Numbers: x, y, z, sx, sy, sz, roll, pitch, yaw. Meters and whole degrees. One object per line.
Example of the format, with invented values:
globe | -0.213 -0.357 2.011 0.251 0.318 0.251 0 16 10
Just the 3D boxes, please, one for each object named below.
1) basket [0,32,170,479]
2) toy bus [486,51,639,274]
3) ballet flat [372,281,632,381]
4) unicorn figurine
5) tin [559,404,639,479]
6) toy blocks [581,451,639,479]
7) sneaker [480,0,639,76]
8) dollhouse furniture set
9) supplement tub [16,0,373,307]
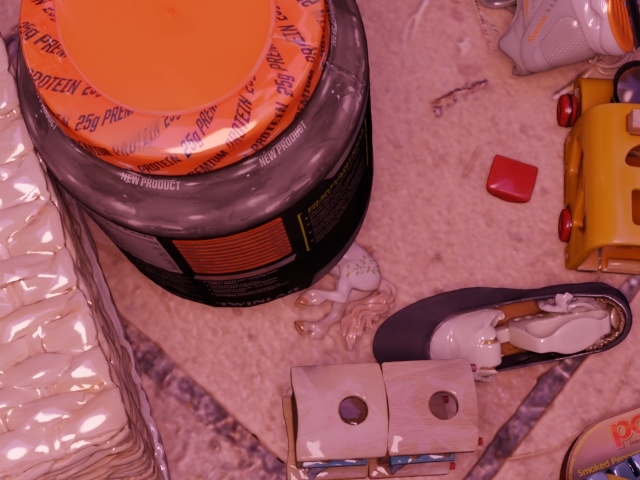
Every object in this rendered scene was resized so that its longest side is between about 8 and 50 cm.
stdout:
basket | -0.300 0.063 0.903 0.331 0.266 0.328 -18 75 -11
toy bus | 0.246 -0.070 1.063 0.191 0.104 0.202 -42 81 -14
ballet flat | 0.143 0.070 1.027 0.203 0.074 0.074 -8 75 -8
unicorn figurine | 0.000 0.000 1.054 0.111 0.060 0.162 -35 94 -23
tin | 0.273 0.171 1.032 0.189 0.040 0.106 -17 80 -9
toy blocks | 0.236 0.260 0.920 0.381 0.191 0.261 -27 76 -11
sneaker | 0.179 -0.252 1.118 0.121 0.099 0.262 -19 56 25
dollhouse furniture set | 0.045 0.189 0.960 0.129 0.129 0.184 -2 73 -5
supplement tub | -0.069 -0.082 0.868 0.207 0.338 0.207 -1 77 2
